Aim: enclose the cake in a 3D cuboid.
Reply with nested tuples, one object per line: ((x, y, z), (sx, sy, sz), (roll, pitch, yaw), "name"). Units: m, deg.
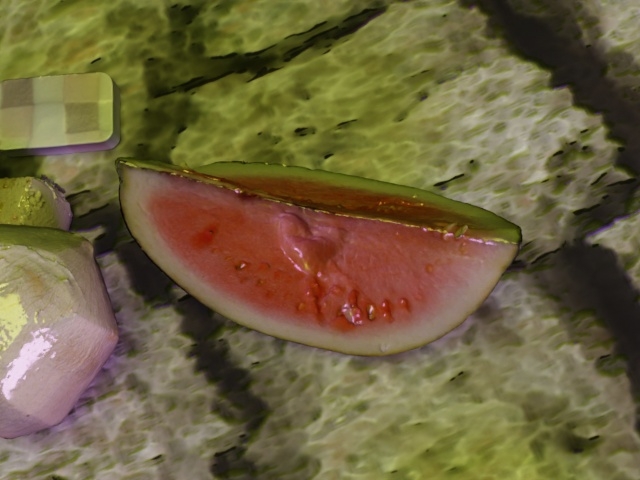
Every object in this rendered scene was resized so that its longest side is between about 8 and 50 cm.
((-0.274, -0.025, 1.159), (0.121, 0.065, 0.052), (2, 74, 15), "cake")

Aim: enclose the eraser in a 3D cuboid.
((-0.223, -0.107, 1.186), (0.105, 0.026, 0.065), (-3, 79, 7), "eraser")

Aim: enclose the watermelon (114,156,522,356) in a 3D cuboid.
((0.007, -0.013, 1.084), (0.303, 0.159, 0.128), (12, 49, 11), "watermelon")

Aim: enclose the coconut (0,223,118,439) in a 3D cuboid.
((-0.238, 0.059, 1.081), (0.161, 0.161, 0.162), (30, 82, 13), "coconut")
